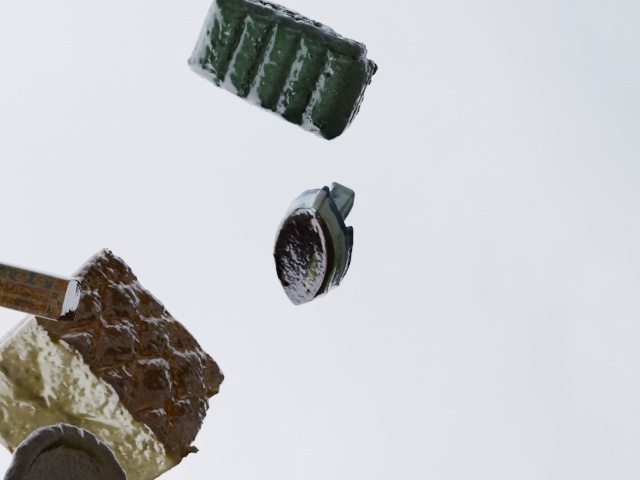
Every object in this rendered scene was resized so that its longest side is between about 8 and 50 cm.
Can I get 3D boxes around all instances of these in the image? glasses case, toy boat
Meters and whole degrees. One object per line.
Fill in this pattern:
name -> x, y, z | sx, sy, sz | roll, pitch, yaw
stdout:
glasses case -> -0.377, 0.040, 1.050 | 0.075, 0.218, 0.049 | 107, 177, -85
toy boat -> 0.000, 0.000, 1.452 | 0.114, 0.262, 0.115 | 29, -133, 16

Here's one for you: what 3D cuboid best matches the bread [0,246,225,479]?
bread -> -0.313, 0.200, 1.353 | 0.279, 0.207, 0.279 | 48, -161, -12

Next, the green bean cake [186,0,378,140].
green bean cake -> -0.052, -0.325, 1.736 | 0.300, 0.169, 0.308 | 25, -165, 3

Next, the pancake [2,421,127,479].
pancake -> -0.211, 0.251, 0.837 | 0.199, 0.021, 0.199 | 55, -159, -33
